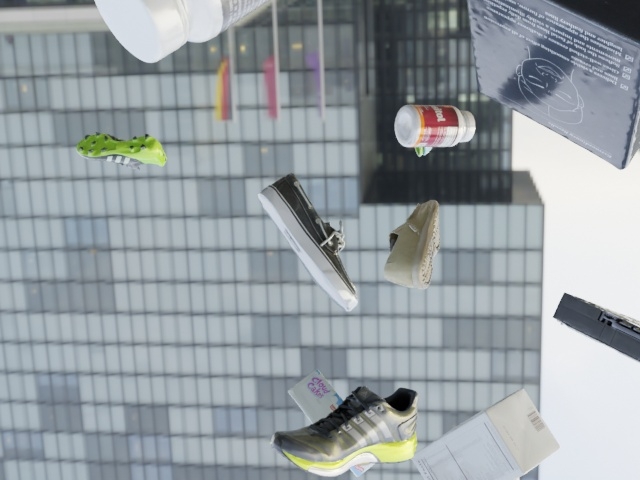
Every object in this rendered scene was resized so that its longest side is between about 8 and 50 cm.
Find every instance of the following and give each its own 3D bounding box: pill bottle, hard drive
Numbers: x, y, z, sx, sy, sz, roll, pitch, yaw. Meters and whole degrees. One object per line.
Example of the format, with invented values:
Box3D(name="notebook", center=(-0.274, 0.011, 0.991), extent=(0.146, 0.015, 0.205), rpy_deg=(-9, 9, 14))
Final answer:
Box3D(name="pill bottle", center=(0.235, -0.233, 1.960), extent=(0.152, 0.086, 0.086), rpy_deg=(-4, -167, -28))
Box3D(name="hard drive", center=(0.620, 0.197, 1.819), extent=(0.237, 0.064, 0.339), rpy_deg=(28, -174, 43))
Box3D(name="pill bottle", center=(-0.175, -0.449, 1.549), extent=(0.361, 0.204, 0.204), rpy_deg=(-40, -149, -24))

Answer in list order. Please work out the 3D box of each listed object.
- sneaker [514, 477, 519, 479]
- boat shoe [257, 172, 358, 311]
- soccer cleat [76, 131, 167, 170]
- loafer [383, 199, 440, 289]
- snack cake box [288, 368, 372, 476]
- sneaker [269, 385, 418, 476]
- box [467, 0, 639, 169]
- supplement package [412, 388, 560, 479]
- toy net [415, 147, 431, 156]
Box3D(name="sneaker", center=(0.419, 0.678, 2.237), extent=(0.182, 0.410, 0.158), rpy_deg=(1, -175, -24))
Box3D(name="boat shoe", center=(-0.001, 0.001, 1.978), extent=(0.105, 0.306, 0.113), rpy_deg=(-35, 174, -14))
Box3D(name="soccer cleat", center=(-0.365, -0.159, 1.758), extent=(0.179, 0.072, 0.060), rpy_deg=(4, -123, 24))
Box3D(name="loafer", center=(0.181, 0.000, 1.885), extent=(0.092, 0.101, 0.268), rpy_deg=(2, -152, 14))
Box3D(name="snack cake box", center=(0.040, 0.424, 2.220), extent=(0.089, 0.264, 0.152), rpy_deg=(-37, -127, -5))
Box3D(name="sneaker", center=(0.044, 0.300, 1.570), extent=(0.300, 0.121, 0.111), rpy_deg=(-1, -164, -42))
Box3D(name="box", center=(0.404, -0.329, 1.460), extent=(0.294, 0.212, 0.395), rpy_deg=(33, 170, 20))
Box3D(name="supplement package", center=(0.320, 0.416, 1.893), extent=(0.134, 0.139, 0.244), rpy_deg=(-18, 162, -43))
Box3D(name="toy net", center=(0.248, -0.278, 2.499), extent=(0.045, 0.122, 0.232), rpy_deg=(-16, -177, -4))
